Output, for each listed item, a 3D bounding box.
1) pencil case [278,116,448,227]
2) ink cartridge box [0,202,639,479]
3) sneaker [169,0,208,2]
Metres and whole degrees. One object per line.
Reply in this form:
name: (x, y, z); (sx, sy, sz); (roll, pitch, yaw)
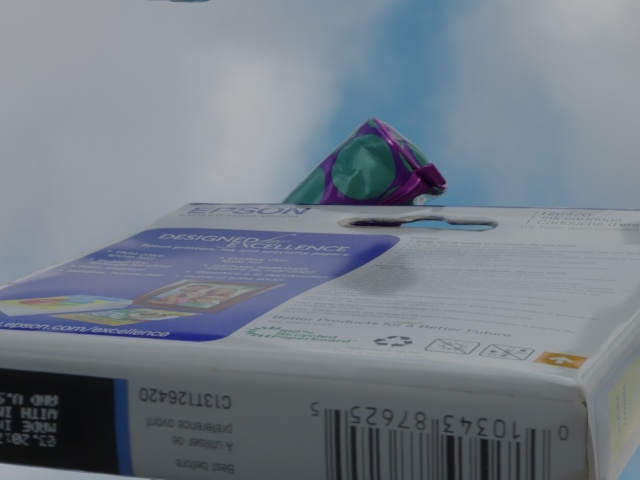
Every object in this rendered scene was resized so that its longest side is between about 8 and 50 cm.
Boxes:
pencil case: (0.000, 0.000, 1.118); (0.151, 0.070, 0.064); (-44, -64, 3)
ink cartridge box: (0.012, 0.042, 0.915); (0.307, 0.303, 0.072); (-24, -66, -66)
sneaker: (-0.190, -0.215, 1.082); (0.139, 0.341, 0.125); (-26, -42, -51)
